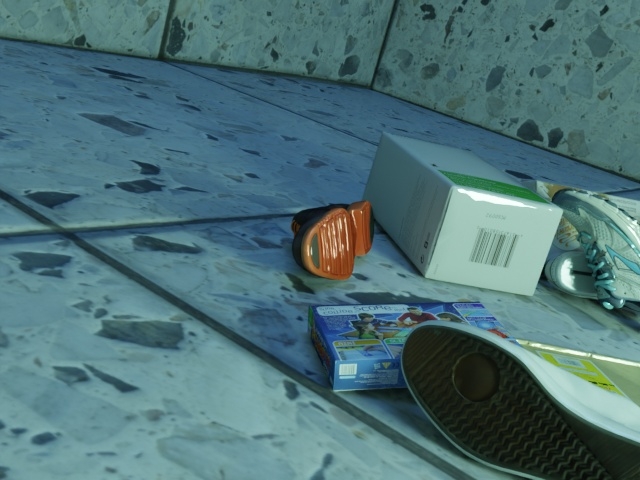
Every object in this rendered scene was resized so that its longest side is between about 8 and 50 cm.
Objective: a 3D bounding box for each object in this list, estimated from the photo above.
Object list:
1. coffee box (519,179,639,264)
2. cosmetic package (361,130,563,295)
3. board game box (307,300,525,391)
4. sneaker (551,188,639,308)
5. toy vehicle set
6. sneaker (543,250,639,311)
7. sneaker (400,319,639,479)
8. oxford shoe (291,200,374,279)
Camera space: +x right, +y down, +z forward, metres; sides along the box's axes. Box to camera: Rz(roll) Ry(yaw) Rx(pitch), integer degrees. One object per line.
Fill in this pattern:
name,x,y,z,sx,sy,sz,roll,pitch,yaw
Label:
coffee box,0.440,-0.017,1.478,0.246,0.141,0.098,9,-5,-27
cosmetic package,0.217,-0.055,1.400,0.196,0.155,0.365,9,18,-17
board game box,0.097,0.106,0.880,0.201,0.035,0.136,0,19,-11
sneaker,0.450,0.036,1.261,0.283,0.122,0.110,41,4,8
toy vehicle set,0.293,0.168,0.931,0.266,0.035,0.166,12,16,-13
sneaker,0.491,0.063,1.366,0.258,0.094,0.091,15,3,-6
sneaker,0.208,0.167,0.770,0.290,0.106,0.123,31,11,22
oxford shoe,0.000,0.000,1.161,0.098,0.097,0.271,0,7,17
